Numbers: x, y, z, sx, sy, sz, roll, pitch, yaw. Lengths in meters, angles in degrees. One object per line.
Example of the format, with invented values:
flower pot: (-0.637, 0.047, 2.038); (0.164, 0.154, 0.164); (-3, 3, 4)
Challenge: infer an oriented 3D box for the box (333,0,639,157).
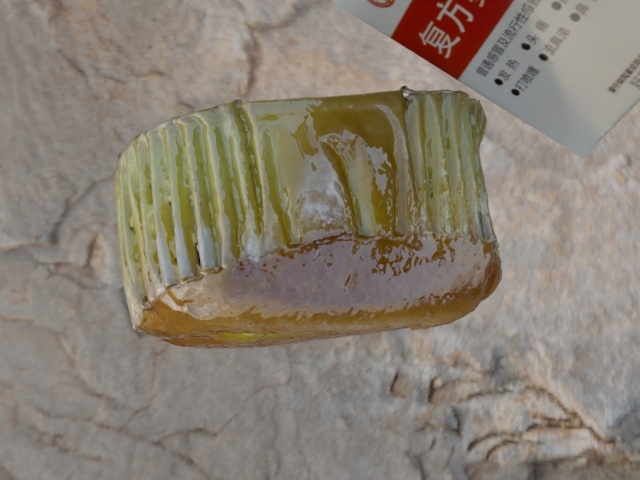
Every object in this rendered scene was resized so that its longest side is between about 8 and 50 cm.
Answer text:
box: (0.160, -0.208, 0.651); (0.214, 0.069, 0.353); (32, 146, -1)

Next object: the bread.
bread: (0.000, 0.000, 0.810); (0.288, 0.204, 0.156); (-4, 73, -24)
